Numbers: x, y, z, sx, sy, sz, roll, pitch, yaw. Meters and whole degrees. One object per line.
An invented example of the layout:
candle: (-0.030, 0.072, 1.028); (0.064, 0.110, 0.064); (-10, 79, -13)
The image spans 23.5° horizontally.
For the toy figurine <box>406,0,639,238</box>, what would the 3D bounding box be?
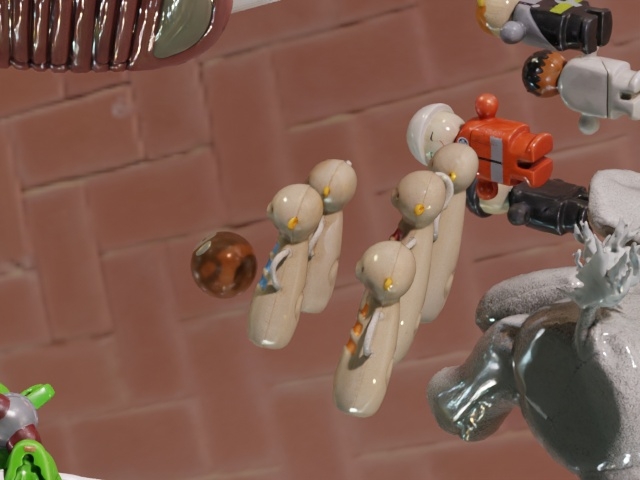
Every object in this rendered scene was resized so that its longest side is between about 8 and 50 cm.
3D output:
toy figurine: (0.198, -0.123, 1.464); (0.148, 0.213, 0.209); (17, 80, 36)

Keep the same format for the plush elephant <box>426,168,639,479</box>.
plush elephant: (0.276, 0.084, 1.227); (0.272, 0.255, 0.330); (46, 140, 35)

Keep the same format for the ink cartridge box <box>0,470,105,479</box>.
ink cartridge box: (-0.236, 0.369, 1.176); (0.286, 0.395, 0.166); (10, 124, -5)

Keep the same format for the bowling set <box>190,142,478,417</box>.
bowling set: (0.000, 0.000, 1.167); (0.200, 0.287, 0.154); (16, 108, 7)

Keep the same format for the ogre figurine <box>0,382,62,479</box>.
ogre figurine: (-0.229, 0.138, 1.089); (0.197, 0.118, 0.097); (37, 86, -8)

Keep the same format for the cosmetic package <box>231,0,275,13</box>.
cosmetic package: (-0.085, -0.374, 1.207); (0.197, 0.155, 0.365); (-15, 82, -11)

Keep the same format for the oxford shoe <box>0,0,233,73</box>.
oxford shoe: (-0.193, -0.175, 0.642); (0.348, 0.130, 0.123); (20, 139, -4)
